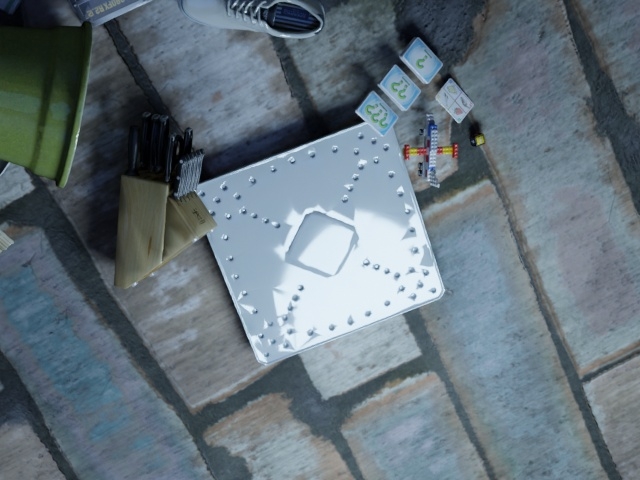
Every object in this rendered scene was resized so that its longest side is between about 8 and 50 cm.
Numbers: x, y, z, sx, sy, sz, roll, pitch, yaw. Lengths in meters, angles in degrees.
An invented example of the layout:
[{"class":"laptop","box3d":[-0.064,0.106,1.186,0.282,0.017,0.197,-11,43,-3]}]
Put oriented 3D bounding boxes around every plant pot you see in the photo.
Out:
[{"class":"plant pot","box3d":[-0.517,-0.240,1.680,0.254,0.276,0.276,9,107,-18]}]

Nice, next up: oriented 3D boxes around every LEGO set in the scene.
[{"class":"LEGO set","box3d":[0.204,-0.223,1.924,0.244,0.060,0.182,43,80,-26]}]

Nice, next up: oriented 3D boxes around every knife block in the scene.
[{"class":"knife block","box3d":[-0.312,-0.080,1.879,0.276,0.088,0.242,-35,89,26]}]

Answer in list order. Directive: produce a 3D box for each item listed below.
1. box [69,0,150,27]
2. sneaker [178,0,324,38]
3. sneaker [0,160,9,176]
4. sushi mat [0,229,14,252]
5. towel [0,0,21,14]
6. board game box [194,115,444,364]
[{"class":"box","box3d":[-0.332,-0.482,1.757,0.231,0.056,0.183,-26,112,-1]},{"class":"sneaker","box3d":[-0.114,-0.402,1.807,0.258,0.091,0.094,2,109,-11]},{"class":"sneaker","box3d":[-0.639,-0.095,1.800,0.283,0.124,0.107,-37,112,4]},{"class":"sushi mat","box3d":[-0.673,-0.055,1.732,0.151,0.019,0.316,-38,115,14]},{"class":"towel","box3d":[-0.551,-0.461,1.742,0.152,0.023,0.113,32,100,-19]},{"class":"board game box","box3d":[0.000,0.000,1.994,0.390,0.050,0.390,-21,112,-3]}]
